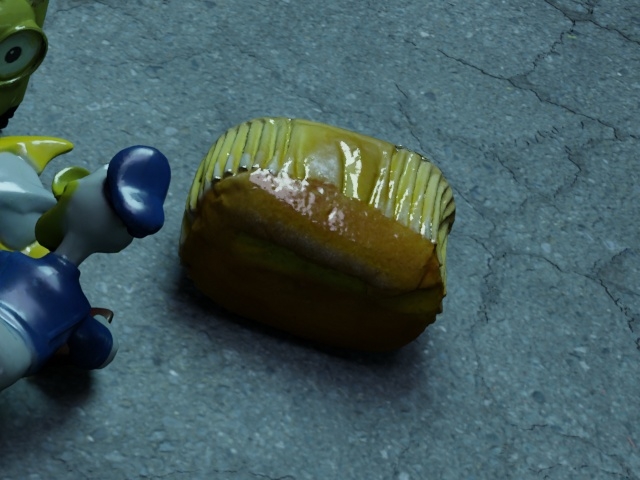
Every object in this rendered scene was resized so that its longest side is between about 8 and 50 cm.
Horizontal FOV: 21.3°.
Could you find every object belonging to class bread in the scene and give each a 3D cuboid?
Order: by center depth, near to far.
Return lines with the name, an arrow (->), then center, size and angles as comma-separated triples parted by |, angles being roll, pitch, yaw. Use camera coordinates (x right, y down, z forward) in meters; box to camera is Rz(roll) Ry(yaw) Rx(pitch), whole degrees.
bread -> 0.000, 0.000, 1.765 | 0.288, 0.204, 0.156 | 22, 35, -10

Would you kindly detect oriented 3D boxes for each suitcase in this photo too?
suitcase -> -0.390, -0.203, 1.765 | 0.194, 0.235, 0.143 | -17, 55, -40

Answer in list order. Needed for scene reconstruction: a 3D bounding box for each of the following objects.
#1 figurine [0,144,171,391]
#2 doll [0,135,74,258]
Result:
figurine -> -0.237, 0.059, 1.549 | 0.204, 0.338, 0.283 | 41, 7, 10
doll -> -0.383, -0.041, 1.698 | 0.316, 0.103, 0.145 | 1, 48, -18
